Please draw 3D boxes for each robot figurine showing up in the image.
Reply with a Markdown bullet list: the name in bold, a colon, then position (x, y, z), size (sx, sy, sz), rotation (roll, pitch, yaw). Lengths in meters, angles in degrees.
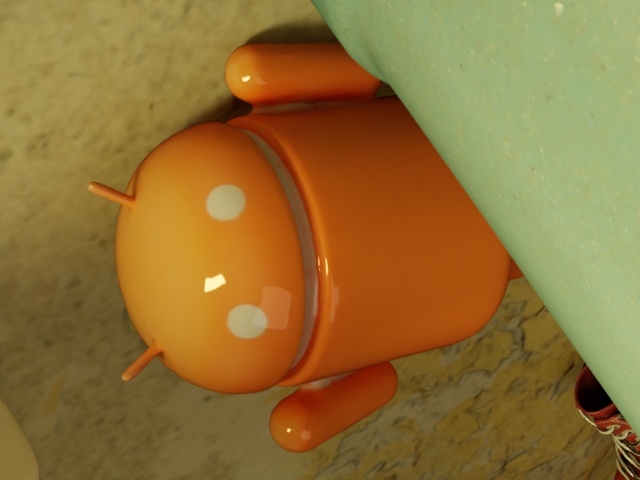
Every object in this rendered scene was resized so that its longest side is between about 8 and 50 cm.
- **robot figurine**: position (0.001, 0.002, 0.705), size (0.219, 0.128, 0.158), rotation (-11, 136, -31)

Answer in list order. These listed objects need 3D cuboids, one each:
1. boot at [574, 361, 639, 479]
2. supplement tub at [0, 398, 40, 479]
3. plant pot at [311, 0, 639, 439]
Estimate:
- **boot**: position (0.221, 0.150, 1.086), size (0.176, 0.088, 0.244), rotation (-1, 122, -38)
- **supplement tub**: position (-0.224, 0.145, 0.687), size (0.190, 0.117, 0.117), rotation (-48, 142, 16)
- **plant pot**: position (0.176, -0.078, 0.523), size (0.341, 0.334, 0.341), rotation (-22, 156, -10)
